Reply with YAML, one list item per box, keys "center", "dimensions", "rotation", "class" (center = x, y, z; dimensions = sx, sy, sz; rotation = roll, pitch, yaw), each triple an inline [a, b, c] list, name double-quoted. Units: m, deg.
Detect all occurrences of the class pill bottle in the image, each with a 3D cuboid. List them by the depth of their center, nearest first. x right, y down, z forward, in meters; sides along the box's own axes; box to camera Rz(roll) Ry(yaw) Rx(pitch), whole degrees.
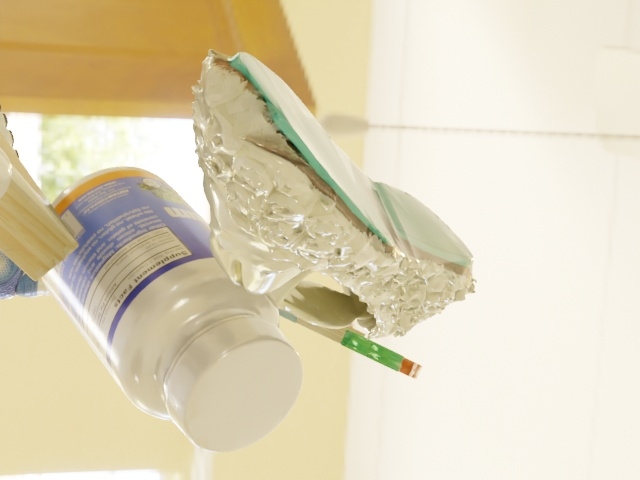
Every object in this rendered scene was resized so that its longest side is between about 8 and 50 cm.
- center: [-0.130, 0.059, 1.159]
  dimensions: [0.272, 0.152, 0.152]
  rotation: [42, -48, 43]
  class: "pill bottle"

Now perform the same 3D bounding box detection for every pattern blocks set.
- center: [-0.019, 0.077, 1.428]
  dimensions: [0.026, 0.285, 0.325]
  rotation: [-64, -159, -3]
  class: "pattern blocks set"

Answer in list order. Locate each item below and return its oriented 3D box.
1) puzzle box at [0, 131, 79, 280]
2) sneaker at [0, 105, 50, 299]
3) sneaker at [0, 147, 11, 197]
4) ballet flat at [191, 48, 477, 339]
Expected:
- center: [-0.370, -0.160, 1.055]
  dimensions: [0.272, 0.052, 0.409]
  rotation: [48, -3, 45]
  class: "puzzle box"
- center: [-0.410, -0.064, 1.479]
  dimensions: [0.330, 0.147, 0.130]
  rotation: [55, -37, 32]
  class: "sneaker"
- center: [-0.270, -0.036, 0.877]
  dimensions: [0.094, 0.212, 0.080]
  rotation: [40, -77, 25]
  class: "sneaker"
- center: [0.000, 0.000, 0.993]
  dimensions: [0.409, 0.147, 0.147]
  rotation: [34, 45, -59]
  class: "ballet flat"
